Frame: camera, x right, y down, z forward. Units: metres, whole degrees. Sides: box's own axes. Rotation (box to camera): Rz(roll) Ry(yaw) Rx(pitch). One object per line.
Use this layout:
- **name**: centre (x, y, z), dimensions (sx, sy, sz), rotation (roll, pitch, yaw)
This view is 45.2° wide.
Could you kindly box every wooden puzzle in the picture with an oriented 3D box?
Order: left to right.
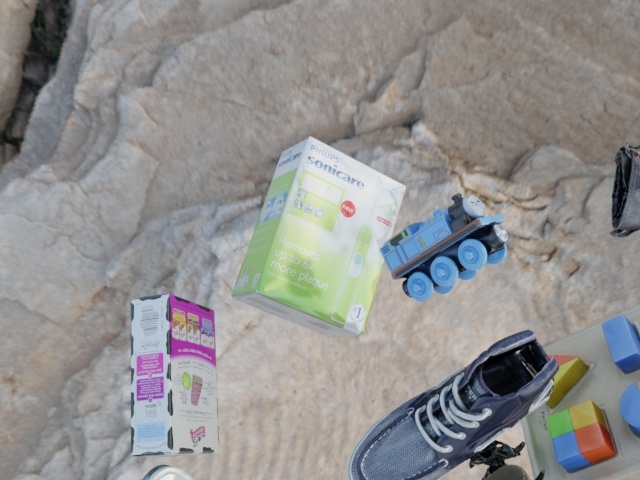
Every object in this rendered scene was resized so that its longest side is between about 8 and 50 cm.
- **wooden puzzle**: centre (0.527, 0.276, 1.421), dimensions (0.347, 0.080, 0.322), rotation (-27, 38, 23)

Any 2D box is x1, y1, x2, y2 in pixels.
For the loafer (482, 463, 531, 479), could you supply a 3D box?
- **loafer**: centre (0.316, 0.428, 1.179), dimensions (0.102, 0.268, 0.092), rotation (-34, 96, -5)

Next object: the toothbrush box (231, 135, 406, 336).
- **toothbrush box**: centre (0.000, 0.000, 1.322), dimensions (0.206, 0.122, 0.283), rotation (26, 71, -22)

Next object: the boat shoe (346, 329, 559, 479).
- **boat shoe**: centre (0.179, 0.240, 1.070), dimensions (0.340, 0.158, 0.127), rotation (-32, 63, -10)

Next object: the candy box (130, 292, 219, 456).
- **candy box**: centre (-0.224, 0.212, 1.187), dimensions (0.071, 0.159, 0.234), rotation (-10, 72, 17)

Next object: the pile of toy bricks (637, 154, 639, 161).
- **pile of toy bricks**: centre (0.487, -0.122, 1.039), dimensions (0.212, 0.105, 0.118), rotation (40, 41, -25)

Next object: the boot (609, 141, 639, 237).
- **boot**: centre (0.567, -0.118, 1.172), dimensions (0.228, 0.091, 0.263), rotation (9, 97, -4)

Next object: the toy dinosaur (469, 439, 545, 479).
- **toy dinosaur**: centre (0.330, 0.488, 1.424), dimensions (0.322, 0.218, 0.164), rotation (-28, 37, -30)

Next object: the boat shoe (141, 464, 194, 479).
- **boat shoe**: centre (-0.230, 0.462, 1.177), dimensions (0.099, 0.320, 0.116), rotation (17, 39, 40)

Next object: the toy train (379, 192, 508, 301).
- **toy train**: centre (0.169, 0.010, 1.051), dimensions (0.184, 0.080, 0.105), rotation (-38, 73, 40)
